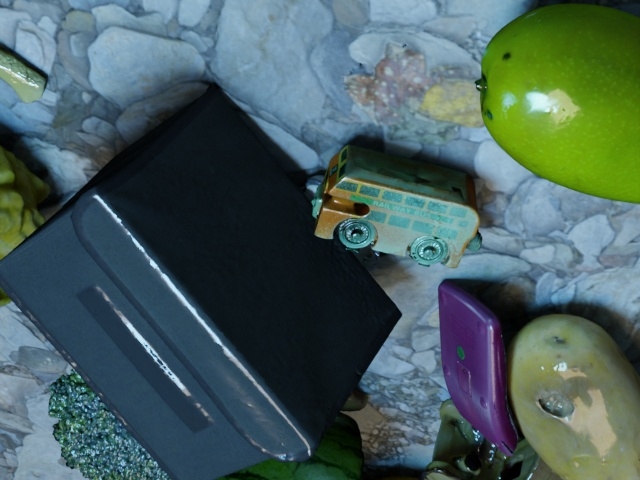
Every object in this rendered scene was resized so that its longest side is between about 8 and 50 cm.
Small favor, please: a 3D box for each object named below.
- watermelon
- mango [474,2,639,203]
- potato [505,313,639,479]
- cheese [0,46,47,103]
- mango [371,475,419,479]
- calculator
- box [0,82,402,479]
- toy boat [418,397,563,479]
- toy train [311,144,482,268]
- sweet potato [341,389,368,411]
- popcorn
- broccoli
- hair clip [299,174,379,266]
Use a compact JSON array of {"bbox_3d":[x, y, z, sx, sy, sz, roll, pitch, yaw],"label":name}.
[{"bbox_3d":[-0.095,0.344,1.591,0.189,0.331,0.331,22,138,-17],"label":"watermelon"},{"bbox_3d":[0.282,-0.117,1.153,0.293,0.143,0.175,17,131,-11],"label":"mango"},{"bbox_3d":[0.297,0.186,1.443,0.150,0.146,0.234,-24,106,6],"label":"potato"},{"bbox_3d":[-0.345,-0.185,1.389,0.083,0.030,0.044,31,130,-19],"label":"cheese"},{"bbox_3d":[0.093,0.429,1.739,0.317,0.173,0.211,-31,118,32],"label":"mango"},{"bbox_3d":[0.177,0.147,1.449,0.034,0.126,0.191,-20,118,-17],"label":"calculator"},{"bbox_3d":[-0.125,0.055,1.348,0.204,0.251,0.345,-28,106,39],"label":"box"},{"bbox_3d":[0.331,0.331,1.589,0.445,0.136,0.162,29,143,-15],"label":"toy boat"},{"bbox_3d":[0.086,-0.035,1.332,0.188,0.072,0.099,12,123,-6],"label":"toy train"},{"bbox_3d":[-0.023,0.140,1.577,0.078,0.058,0.255,-21,122,16],"label":"sweet potato"},{"bbox_3d":[-0.429,-0.018,1.475,0.250,0.190,0.250,10,142,8],"label":"popcorn"},{"bbox_3d":[-0.257,0.244,1.680,0.226,0.176,0.198,38,117,-5],"label":"broccoli"},{"bbox_3d":[0.000,0.000,1.434,0.116,0.049,0.172,-15,122,26],"label":"hair clip"}]
